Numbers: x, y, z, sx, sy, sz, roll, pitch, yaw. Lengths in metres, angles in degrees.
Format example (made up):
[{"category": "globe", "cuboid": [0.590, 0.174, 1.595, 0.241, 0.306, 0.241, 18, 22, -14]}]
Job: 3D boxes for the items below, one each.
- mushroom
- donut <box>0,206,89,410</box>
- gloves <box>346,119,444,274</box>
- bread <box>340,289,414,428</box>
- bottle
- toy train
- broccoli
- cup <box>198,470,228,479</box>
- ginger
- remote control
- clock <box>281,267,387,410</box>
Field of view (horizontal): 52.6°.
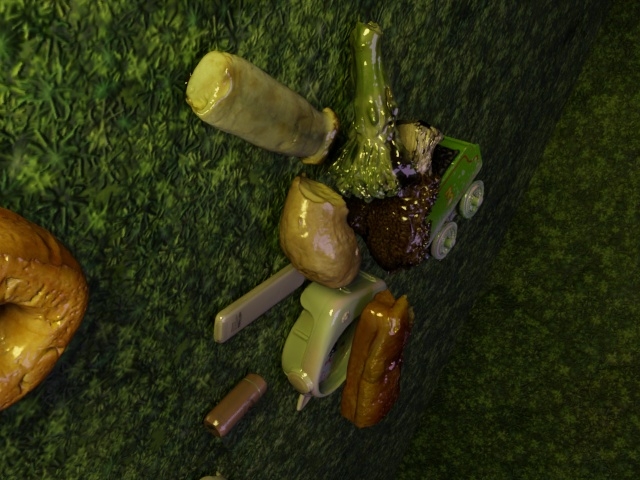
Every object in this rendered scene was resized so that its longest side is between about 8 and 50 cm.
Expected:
[{"category": "mushroom", "cuboid": [-0.071, -0.180, 0.924, 0.312, 0.081, 0.099, 12, 102, -60]}, {"category": "donut", "cuboid": [-0.339, 0.071, 0.628, 0.226, 0.114, 0.226, -44, 152, -32]}, {"category": "gloves", "cuboid": [0.150, -0.083, 1.299, 0.135, 0.210, 0.312, 1, 95, -42]}, {"category": "bread", "cuboid": [0.145, 0.262, 1.487, 0.185, 0.109, 0.380, -36, 144, -43]}, {"category": "bottle", "cuboid": [-0.166, 0.322, 1.276, 0.140, 0.053, 0.053, -43, 149, -35]}, {"category": "toy train", "cuboid": [0.255, -0.106, 1.516, 0.307, 0.174, 0.248, -53, 145, -17]}, {"category": "broccoli", "cuboid": [0.081, -0.221, 1.119, 0.146, 0.165, 0.303, -12, 118, -19]}, {"category": "cup", "cuboid": [-0.174, 0.635, 1.351, 0.290, 0.258, 0.219, -20, 138, -55]}, {"category": "ginger", "cuboid": [0.000, 0.000, 1.168, 0.152, 0.138, 0.267, -50, 147, -32]}, {"category": "remote control", "cuboid": [-0.109, 0.104, 1.199, 0.261, 0.029, 0.067, -34, 143, -48]}, {"category": "clock", "cuboid": [0.018, 0.227, 1.462, 0.265, 0.109, 0.324, -15, 129, -59]}]
